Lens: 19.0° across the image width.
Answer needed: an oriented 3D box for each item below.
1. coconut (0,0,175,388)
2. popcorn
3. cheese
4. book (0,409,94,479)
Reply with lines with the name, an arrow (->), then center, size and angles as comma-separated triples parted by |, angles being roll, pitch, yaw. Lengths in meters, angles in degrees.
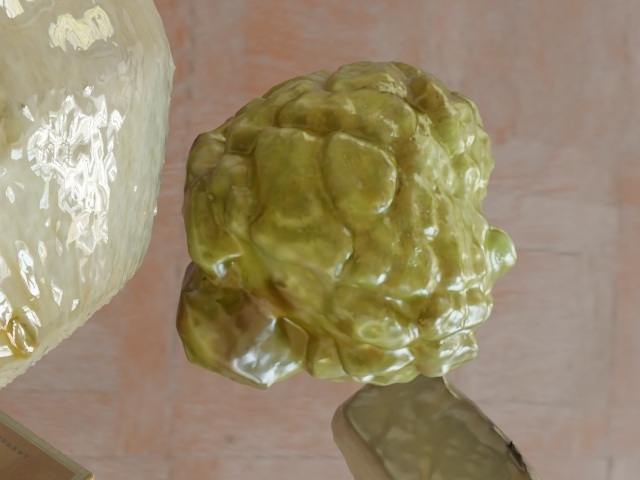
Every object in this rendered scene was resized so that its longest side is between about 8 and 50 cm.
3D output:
coconut -> -0.270, -0.093, 0.876 | 0.415, 0.344, 0.415 | 32, 40, -32
popcorn -> 0.000, 0.000, 1.227 | 0.237, 0.251, 0.206 | -23, 95, -51
cheese -> 0.131, 0.250, 1.624 | 0.115, 0.318, 0.326 | -34, 102, -8
book -> -0.344, 0.241, 1.698 | 0.241, 0.170, 0.018 | -41, 149, -35
